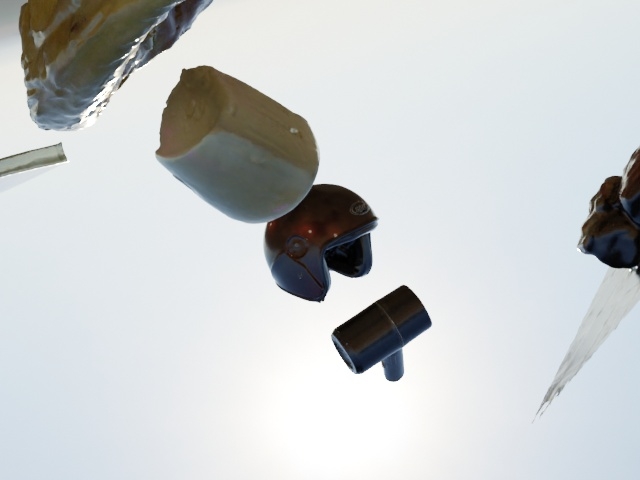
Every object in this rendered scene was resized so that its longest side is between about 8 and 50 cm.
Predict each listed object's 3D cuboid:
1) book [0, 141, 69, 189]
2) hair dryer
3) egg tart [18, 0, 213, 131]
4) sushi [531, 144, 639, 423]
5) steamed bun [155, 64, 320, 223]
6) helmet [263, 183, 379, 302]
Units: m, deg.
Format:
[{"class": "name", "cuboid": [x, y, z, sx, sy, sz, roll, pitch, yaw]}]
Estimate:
[{"class": "book", "cuboid": [-0.388, -0.036, 1.286, 0.215, 0.025, 0.283, -23, -175, 9]}, {"class": "hair dryer", "cuboid": [0.086, 0.152, 1.769, 0.124, 0.071, 0.219, -33, 153, -10]}, {"class": "egg tart", "cuboid": [-0.105, -0.211, 0.859, 0.319, 0.128, 0.319, -42, -172, 7]}, {"class": "sushi", "cuboid": [0.220, -0.044, 0.854, 0.264, 0.050, 0.290, -53, 173, -41]}, {"class": "steamed bun", "cuboid": [-0.128, -0.130, 1.831, 0.170, 0.225, 0.200, -45, -151, 22]}, {"class": "helmet", "cuboid": [0.000, 0.000, 2.237, 0.216, 0.193, 0.189, -35, 174, 34]}]
